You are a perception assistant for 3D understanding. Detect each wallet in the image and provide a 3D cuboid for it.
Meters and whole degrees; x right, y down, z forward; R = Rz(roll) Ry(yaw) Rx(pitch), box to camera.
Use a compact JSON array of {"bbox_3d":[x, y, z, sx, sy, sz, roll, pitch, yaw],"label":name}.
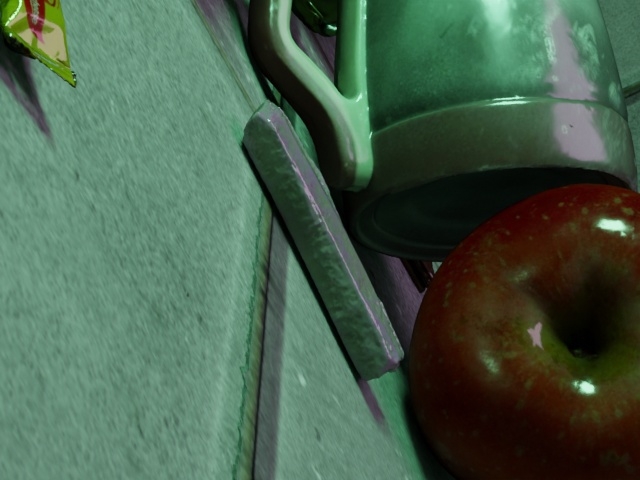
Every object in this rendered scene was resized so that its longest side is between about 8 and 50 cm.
[{"bbox_3d":[0.080,-0.028,1.817,0.176,0.026,0.095,-94,158,-62],"label":"wallet"}]

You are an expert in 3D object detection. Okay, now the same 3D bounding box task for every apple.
[{"bbox_3d":[0.194,0.094,1.450,0.216,0.260,0.260,74,-6,-70],"label":"apple"}]

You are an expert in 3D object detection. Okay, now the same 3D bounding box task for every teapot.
[{"bbox_3d":[0.085,-0.163,1.563,0.315,0.233,0.312,5,68,-27],"label":"teapot"}]

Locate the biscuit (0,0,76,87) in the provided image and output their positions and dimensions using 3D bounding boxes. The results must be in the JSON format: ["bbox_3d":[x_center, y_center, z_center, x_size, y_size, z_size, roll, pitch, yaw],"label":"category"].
[{"bbox_3d":[-0.163,-0.184,0.998,0.048,0.026,0.292,29,32,-39],"label":"biscuit"}]

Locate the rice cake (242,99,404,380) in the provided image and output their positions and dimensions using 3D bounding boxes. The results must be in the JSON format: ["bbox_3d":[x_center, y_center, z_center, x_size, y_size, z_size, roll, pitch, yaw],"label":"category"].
[{"bbox_3d":[0.000,0.000,1.331,0.206,0.036,0.047,64,8,-2],"label":"rice cake"}]

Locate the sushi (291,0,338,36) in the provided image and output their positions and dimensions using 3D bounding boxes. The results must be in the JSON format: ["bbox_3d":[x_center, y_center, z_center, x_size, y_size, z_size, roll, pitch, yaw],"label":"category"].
[{"bbox_3d":[-0.042,-0.308,1.674,0.291,0.139,0.131,62,-9,-17],"label":"sushi"}]
